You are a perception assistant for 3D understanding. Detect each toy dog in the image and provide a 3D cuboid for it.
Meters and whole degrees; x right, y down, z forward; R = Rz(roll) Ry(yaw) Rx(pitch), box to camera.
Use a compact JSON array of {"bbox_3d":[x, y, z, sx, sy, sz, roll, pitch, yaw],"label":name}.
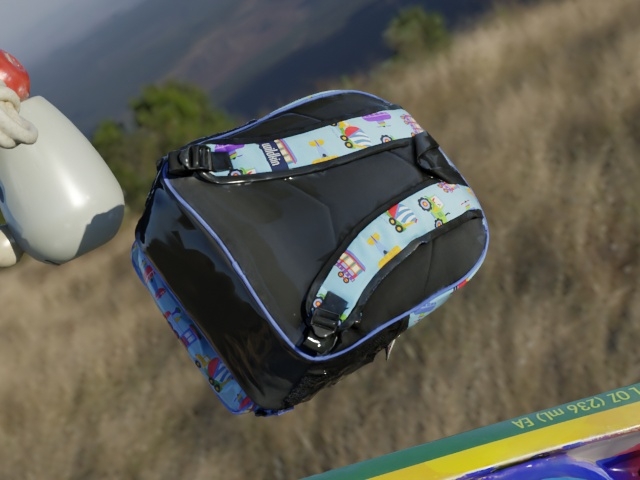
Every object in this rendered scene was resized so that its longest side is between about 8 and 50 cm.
[{"bbox_3d":[-0.280,-0.106,1.029,0.161,0.334,0.220,-39,-23,7],"label":"toy dog"}]

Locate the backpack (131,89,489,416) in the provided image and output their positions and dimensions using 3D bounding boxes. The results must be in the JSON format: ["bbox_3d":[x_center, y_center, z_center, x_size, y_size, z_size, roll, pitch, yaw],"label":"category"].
[{"bbox_3d":[0.000,0.000,0.970,0.173,0.158,0.117,-28,-19,-36],"label":"backpack"}]

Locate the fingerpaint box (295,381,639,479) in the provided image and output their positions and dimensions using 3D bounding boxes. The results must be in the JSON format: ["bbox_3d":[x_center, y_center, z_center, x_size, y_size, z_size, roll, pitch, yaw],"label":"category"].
[{"bbox_3d":[0.162,0.241,0.882,0.444,0.163,0.371,-14,26,-10],"label":"fingerpaint box"}]
